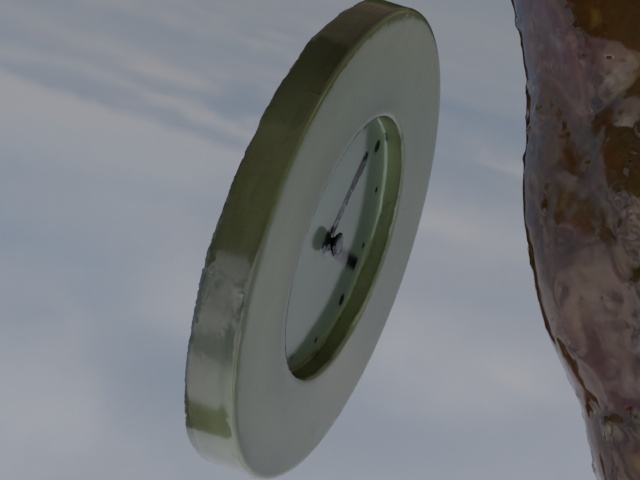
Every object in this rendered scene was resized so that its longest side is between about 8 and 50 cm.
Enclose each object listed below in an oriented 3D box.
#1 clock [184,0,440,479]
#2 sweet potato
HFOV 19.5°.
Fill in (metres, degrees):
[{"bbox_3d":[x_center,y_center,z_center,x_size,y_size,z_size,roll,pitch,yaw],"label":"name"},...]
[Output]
[{"bbox_3d":[0.000,0.000,0.881,0.029,0.235,0.235,19,-167,17],"label":"clock"},{"bbox_3d":[0.102,-0.032,0.535,0.106,0.354,0.095,-15,179,-24],"label":"sweet potato"}]
